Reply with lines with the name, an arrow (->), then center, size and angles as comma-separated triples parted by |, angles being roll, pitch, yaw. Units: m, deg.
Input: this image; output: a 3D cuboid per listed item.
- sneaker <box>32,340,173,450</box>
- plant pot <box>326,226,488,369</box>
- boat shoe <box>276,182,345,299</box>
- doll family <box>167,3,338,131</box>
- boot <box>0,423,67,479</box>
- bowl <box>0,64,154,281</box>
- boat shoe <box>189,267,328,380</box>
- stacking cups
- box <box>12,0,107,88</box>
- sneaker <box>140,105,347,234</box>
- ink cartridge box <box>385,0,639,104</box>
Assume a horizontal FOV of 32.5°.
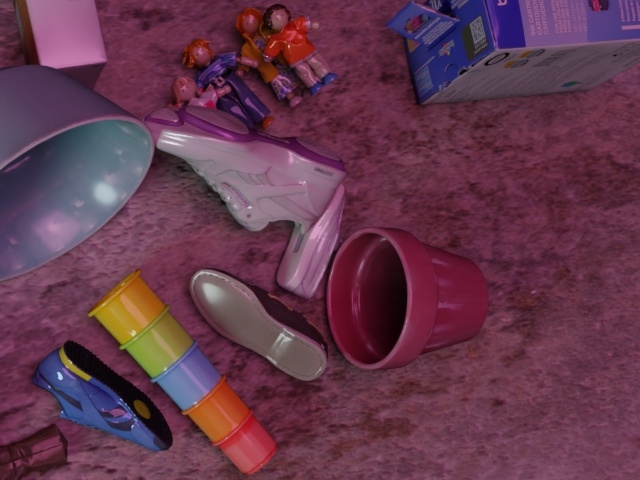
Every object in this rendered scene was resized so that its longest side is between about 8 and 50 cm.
sneaker -> -0.293, 0.225, 1.480 | 0.209, 0.069, 0.082 | 42, 103, -18
plant pot -> 0.136, 0.085, 1.590 | 0.180, 0.201, 0.201 | 3, 80, -34
boat shoe -> 0.000, 0.000, 1.618 | 0.063, 0.066, 0.184 | 36, 63, -33
doll family -> -0.114, -0.241, 1.603 | 0.263, 0.118, 0.163 | -38, 101, -3
boot -> -0.379, 0.308, 1.445 | 0.114, 0.037, 0.107 | -17, 89, -26
bowl -> -0.383, -0.104, 1.395 | 0.311, 0.311, 0.163 | -32, 73, -21
boat shoe -> -0.086, 0.112, 1.565 | 0.227, 0.069, 0.081 | 38, 111, -6
stacking cups -> -0.176, 0.182, 1.509 | 0.316, 0.096, 0.096 | 47, 70, -9
box -> -0.361, -0.300, 1.500 | 0.091, 0.130, 0.171 | -11, 84, -22
sneaker -> -0.114, -0.089, 1.513 | 0.305, 0.114, 0.152 | 17, 111, -25
ink cartridge box -> 0.304, -0.319, 1.664 | 0.395, 0.270, 0.151 | -9, 82, -21
